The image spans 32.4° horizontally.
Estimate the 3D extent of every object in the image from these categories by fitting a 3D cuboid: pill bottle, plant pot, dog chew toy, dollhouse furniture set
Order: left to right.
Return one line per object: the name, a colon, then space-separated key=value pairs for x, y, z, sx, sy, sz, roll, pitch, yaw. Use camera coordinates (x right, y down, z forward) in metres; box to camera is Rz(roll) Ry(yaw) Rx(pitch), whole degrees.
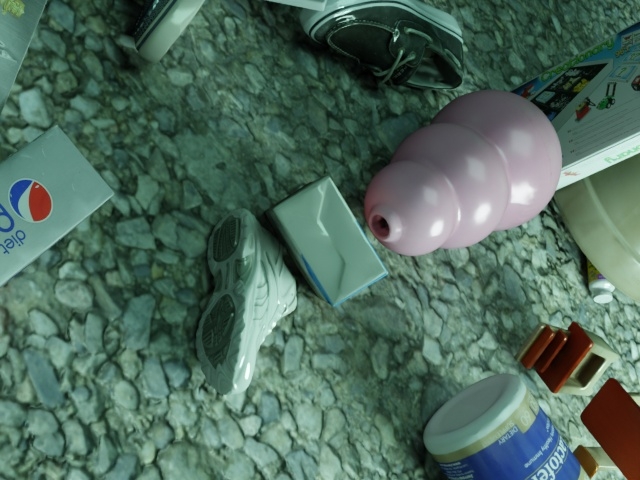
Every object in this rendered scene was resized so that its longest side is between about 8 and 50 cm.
dog chew toy: x=0.189 y=-0.083 z=1.534 sx=0.332 sy=0.206 sz=0.207 roll=-30 pitch=91 yaw=-39
pill bottle: x=0.264 y=0.317 z=1.426 sx=0.265 sy=0.153 sz=0.153 roll=54 pitch=44 yaw=-8
pill bottle: x=0.464 y=0.060 z=1.820 sx=0.043 sy=0.043 sz=0.083 roll=24 pitch=54 yaw=-33
dollhouse furniture set: x=0.398 y=0.234 z=1.544 sx=0.135 sy=0.262 sz=0.259 roll=16 pitch=26 yaw=-35
plant pot: x=0.582 y=-0.097 z=1.800 sx=0.323 sy=0.280 sz=0.323 roll=28 pitch=42 yaw=-29

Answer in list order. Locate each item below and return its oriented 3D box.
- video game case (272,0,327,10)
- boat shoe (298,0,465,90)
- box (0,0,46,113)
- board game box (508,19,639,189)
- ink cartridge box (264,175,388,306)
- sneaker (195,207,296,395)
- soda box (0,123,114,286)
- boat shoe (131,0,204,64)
video game case: x=-0.055 y=-0.381 z=1.516 sx=0.157 sy=0.019 sz=0.143 roll=13 pitch=54 yaw=5
boat shoe: x=0.113 y=-0.288 z=1.613 sx=0.335 sy=0.121 sz=0.119 roll=0 pitch=66 yaw=-45
box: x=-0.397 y=-0.250 z=1.168 sx=0.183 sy=0.056 sz=0.231 roll=31 pitch=51 yaw=-27
board game box: x=0.429 y=-0.207 z=1.733 sx=0.053 sy=0.305 sz=0.193 roll=20 pitch=57 yaw=-37
ink cartridge box: x=0.000 y=0.000 z=1.342 sx=0.078 sy=0.231 sz=0.134 roll=-32 pitch=93 yaw=-5
sneaker: x=-0.073 y=0.078 z=1.283 sx=0.115 sy=0.090 sz=0.232 roll=29 pitch=53 yaw=-34
soda box: x=-0.336 y=0.004 z=1.071 sx=0.098 sy=0.091 sz=0.286 roll=51 pitch=44 yaw=-9
boat shoe: x=-0.206 y=-0.367 z=1.373 sx=0.158 sy=0.127 sz=0.341 roll=33 pitch=42 yaw=-18
